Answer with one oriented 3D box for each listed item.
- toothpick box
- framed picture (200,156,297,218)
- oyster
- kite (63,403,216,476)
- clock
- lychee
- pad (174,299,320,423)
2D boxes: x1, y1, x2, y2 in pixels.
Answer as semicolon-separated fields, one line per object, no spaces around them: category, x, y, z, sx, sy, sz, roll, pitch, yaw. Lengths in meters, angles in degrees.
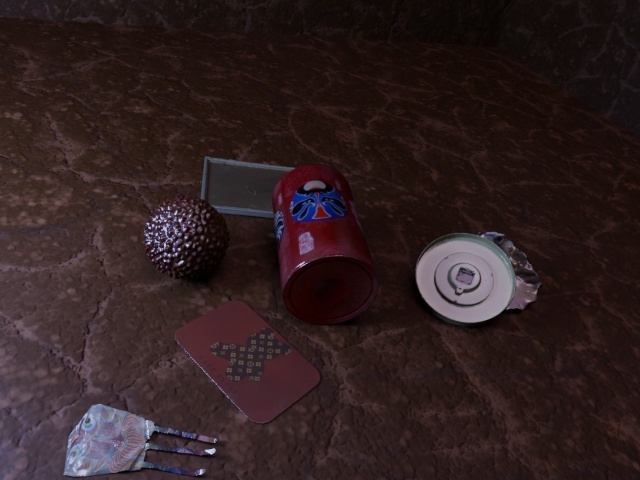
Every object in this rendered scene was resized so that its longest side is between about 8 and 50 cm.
toothpick box;0.000;0.000;1.224;0.204;0.204;0.333;4;39;-15
framed picture;-0.157;-0.141;1.491;0.335;0.022;0.247;5;38;-13
oyster;0.437;0.089;1.362;0.214;0.083;0.223;-33;80;-21
kite;-0.284;0.331;0.862;0.229;0.016;0.127;11;41;-1
clock;0.342;0.088;1.285;0.235;0.029;0.235;-3;63;5
lychee;-0.288;-0.002;1.151;0.188;0.188;0.188;10;38;-8
pad;-0.141;0.224;1.053;0.267;0.004;0.181;38;43;25
